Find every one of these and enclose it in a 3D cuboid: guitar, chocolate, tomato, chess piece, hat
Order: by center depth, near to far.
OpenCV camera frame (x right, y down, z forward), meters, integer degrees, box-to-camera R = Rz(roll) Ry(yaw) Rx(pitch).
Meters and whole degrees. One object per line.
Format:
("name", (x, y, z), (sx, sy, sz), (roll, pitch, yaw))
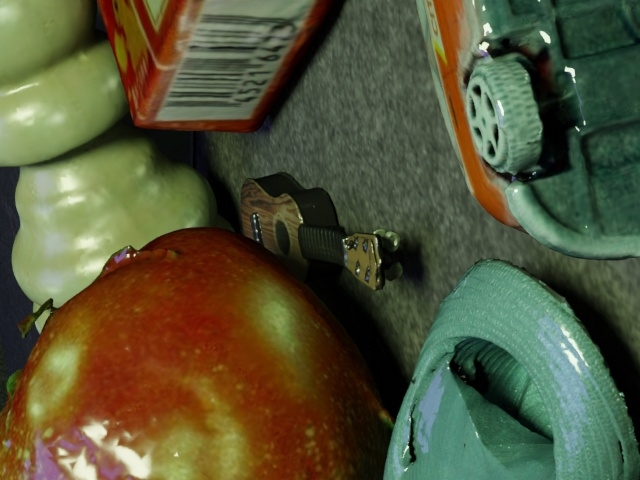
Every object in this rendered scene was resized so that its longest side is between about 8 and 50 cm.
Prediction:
("hat", (0.099, 0.098, 0.677), (0.138, 0.077, 0.191), (48, 128, 36))
("tomato", (-0.074, 0.149, 0.880), (0.239, 0.303, 0.303), (35, 143, 19))
("guitar", (0.002, 0.000, 0.900), (0.271, 0.038, 0.084), (-168, 65, -70))
("chocolate", (-0.090, -0.213, 0.908), (0.237, 0.108, 0.235), (130, 125, -67))
("chess piece", (-0.196, -0.086, 1.047), (0.182, 0.182, 0.330), (41, 155, 57))

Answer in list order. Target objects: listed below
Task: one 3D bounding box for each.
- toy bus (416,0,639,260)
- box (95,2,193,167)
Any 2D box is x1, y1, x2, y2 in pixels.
("toy bus", (0.086, -0.127, 0.509), (0.120, 0.121, 0.265), (-172, 68, -77))
("box", (-0.193, -0.155, 1.242), (0.130, 0.086, 0.225), (96, 151, -42))
